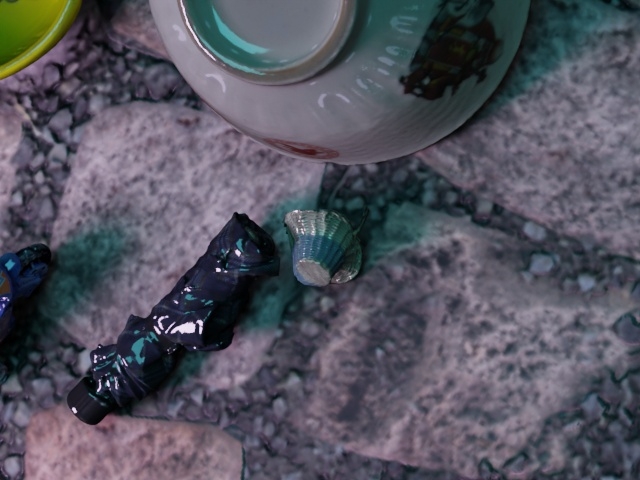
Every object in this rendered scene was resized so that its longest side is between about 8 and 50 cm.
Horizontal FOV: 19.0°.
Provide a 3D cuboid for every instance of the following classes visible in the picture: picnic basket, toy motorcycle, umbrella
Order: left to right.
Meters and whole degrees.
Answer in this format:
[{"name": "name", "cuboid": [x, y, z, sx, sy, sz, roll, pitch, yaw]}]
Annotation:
[{"name": "toy motorcycle", "cuboid": [-0.307, 0.080, 1.620, 0.076, 0.114, 0.205, 41, 95, 19]}, {"name": "umbrella", "cuboid": [-0.120, 0.076, 1.587, 0.224, 0.080, 0.071, -43, 106, 12]}, {"name": "picnic basket", "cuboid": [0.000, 0.000, 1.560, 0.065, 0.083, 0.083, -6, 42, 24]}]

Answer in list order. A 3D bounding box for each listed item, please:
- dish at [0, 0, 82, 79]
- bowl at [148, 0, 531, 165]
[{"name": "dish", "cuboid": [-0.302, -0.253, 1.668, 0.221, 0.108, 0.262, -13, 81, 13]}, {"name": "bowl", "cuboid": [-0.014, -0.205, 1.484, 0.337, 0.157, 0.337, 6, 107, 19]}]
